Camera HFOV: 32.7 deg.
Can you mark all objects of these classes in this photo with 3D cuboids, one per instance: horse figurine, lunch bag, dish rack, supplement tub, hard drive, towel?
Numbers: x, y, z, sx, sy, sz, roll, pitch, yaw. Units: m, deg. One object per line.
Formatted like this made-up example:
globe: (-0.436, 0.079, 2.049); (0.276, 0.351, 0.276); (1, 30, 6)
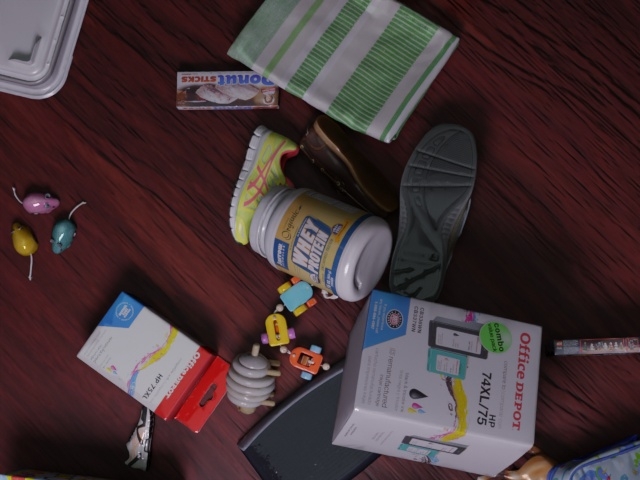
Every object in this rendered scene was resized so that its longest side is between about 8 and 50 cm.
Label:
horse figurine: (0.352, 0.422, 1.744); (0.174, 0.066, 0.263); (-28, 82, 0)
lunch bag: (0.468, 0.404, 1.694); (0.218, 0.090, 0.176); (-14, 83, -24)
dish rack: (-0.556, -0.435, 1.912); (0.285, 0.072, 0.333); (14, 83, 6)
supplement tub: (0.000, 0.000, 1.763); (0.199, 0.144, 0.144); (23, 84, 26)
hard drive: (0.005, 0.318, 1.784); (0.254, 0.054, 0.172); (-37, 82, -2)
towel: (0.043, -0.335, 1.862); (0.324, 0.038, 0.248); (32, 78, 7)

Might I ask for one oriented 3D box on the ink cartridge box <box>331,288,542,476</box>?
ink cartridge box: (0.177, 0.223, 1.674); (0.270, 0.197, 0.198); (12, 64, -4)

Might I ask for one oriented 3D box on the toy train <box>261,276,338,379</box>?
toy train: (-0.029, 0.141, 1.817); (0.125, 0.046, 0.166); (16, 87, 4)

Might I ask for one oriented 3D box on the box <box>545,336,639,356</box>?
box: (0.438, 0.172, 1.757); (0.136, 0.094, 0.027); (-2, 82, 4)

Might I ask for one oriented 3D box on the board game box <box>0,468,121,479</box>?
board game box: (-0.369, 0.455, 1.745); (0.275, 0.144, 0.142); (6, 82, 3)

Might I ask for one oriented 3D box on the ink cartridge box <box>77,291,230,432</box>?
ink cartridge box: (-0.266, 0.204, 1.804); (0.231, 0.078, 0.134); (34, 86, 7)

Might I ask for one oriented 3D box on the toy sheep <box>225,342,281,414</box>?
toy sheep: (-0.112, 0.226, 1.787); (0.091, 0.091, 0.132); (12, 108, 5)

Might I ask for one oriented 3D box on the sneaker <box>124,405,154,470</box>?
sneaker: (-0.301, 0.327, 1.810); (0.043, 0.040, 0.109); (6, 83, 6)

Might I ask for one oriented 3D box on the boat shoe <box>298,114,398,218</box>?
boat shoe: (0.045, -0.114, 1.837); (0.207, 0.073, 0.073); (52, 126, 11)

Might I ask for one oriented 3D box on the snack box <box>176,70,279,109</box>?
snack box: (-0.160, -0.260, 1.886); (0.178, 0.022, 0.064); (0, 81, 4)

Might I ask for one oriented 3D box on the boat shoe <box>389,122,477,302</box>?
boat shoe: (0.184, -0.037, 1.805); (0.118, 0.103, 0.321); (10, 79, 6)

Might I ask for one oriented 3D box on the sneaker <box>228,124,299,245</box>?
sneaker: (-0.094, -0.087, 1.831); (0.094, 0.081, 0.209); (16, 83, 3)

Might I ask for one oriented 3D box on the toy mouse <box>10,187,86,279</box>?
toy mouse: (-0.470, -0.035, 1.871); (0.143, 0.031, 0.161); (-25, 82, 0)
